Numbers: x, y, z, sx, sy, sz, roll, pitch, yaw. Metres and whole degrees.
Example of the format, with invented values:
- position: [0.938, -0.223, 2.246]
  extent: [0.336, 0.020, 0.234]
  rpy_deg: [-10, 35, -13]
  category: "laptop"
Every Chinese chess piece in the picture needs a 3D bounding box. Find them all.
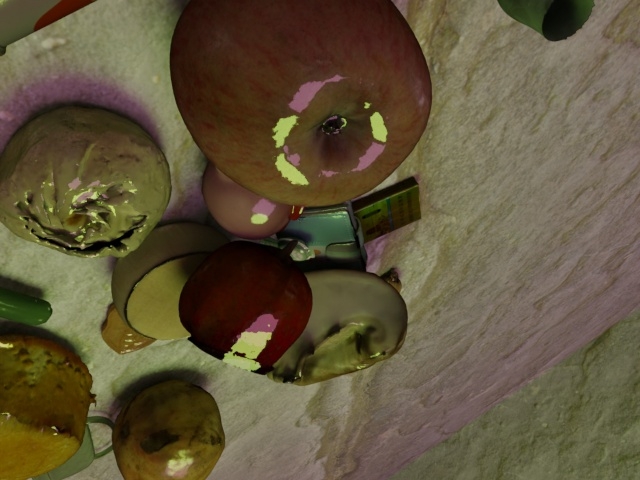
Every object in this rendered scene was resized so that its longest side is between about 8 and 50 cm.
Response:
- position: [-0.270, 0.083, 1.053]
  extent: [0.249, 0.103, 0.250]
  rpy_deg: [-19, 137, -18]
  category: "Chinese chess piece"

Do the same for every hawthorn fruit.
- position: [-0.119, 0.096, 0.937]
  extent: [0.215, 0.215, 0.250]
  rpy_deg: [23, 112, -44]
  category: "hawthorn fruit"

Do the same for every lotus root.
- position: [0.169, 0.143, 1.422]
  extent: [0.072, 0.063, 0.152]
  rpy_deg: [-15, 139, -29]
  category: "lotus root"

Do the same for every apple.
- position: [-0.014, -0.196, 0.717]
  extent: [0.344, 0.269, 0.345]
  rpy_deg: [-15, 120, -28]
  category: "apple"

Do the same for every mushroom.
- position: [0.006, 0.200, 1.239]
  extent: [0.313, 0.224, 0.397]
  rpy_deg: [-14, 163, -7]
  category: "mushroom"

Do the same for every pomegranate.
- position: [-0.375, 0.491, 1.356]
  extent: [0.281, 0.281, 0.281]
  rpy_deg: [-16, 141, -13]
  category: "pomegranate"

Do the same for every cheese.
- position: [-0.067, 0.013, 1.070]
  extent: [0.120, 0.026, 0.067]
  rpy_deg: [14, 147, 21]
  category: "cheese"

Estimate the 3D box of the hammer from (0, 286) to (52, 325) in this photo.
- position: [-0.582, 0.075, 0.893]
  extent: [0.206, 0.119, 0.335]
  rpy_deg: [-33, 148, 10]
  category: "hammer"

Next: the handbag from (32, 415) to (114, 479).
- position: [-0.637, 0.531, 1.414]
  extent: [0.219, 0.079, 0.256]
  rpy_deg: [-11, 142, -24]
  category: "handbag"

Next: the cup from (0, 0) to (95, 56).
- position: [-0.240, -0.332, 0.549]
  extent: [0.288, 0.203, 0.203]
  rpy_deg: [-27, 143, -10]
  category: "cup"

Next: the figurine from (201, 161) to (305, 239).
- position: [-0.114, -0.086, 0.917]
  extent: [0.173, 0.173, 0.173]
  rpy_deg: [-16, 141, -13]
  category: "figurine"

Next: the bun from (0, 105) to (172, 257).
- position: [-0.344, -0.065, 0.820]
  extent: [0.259, 0.152, 0.259]
  rpy_deg: [-15, 139, -13]
  category: "bun"

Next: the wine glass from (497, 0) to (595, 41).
- position: [0.294, -0.367, 0.780]
  extent: [0.092, 0.202, 0.093]
  rpy_deg: [-16, 143, -13]
  category: "wine glass"

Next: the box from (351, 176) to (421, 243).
- position: [0.125, -0.054, 1.193]
  extent: [0.193, 0.030, 0.121]
  rpy_deg: [-23, 142, -3]
  category: "box"

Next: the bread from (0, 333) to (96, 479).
- position: [-0.642, 0.340, 1.079]
  extent: [0.336, 0.204, 0.358]
  rpy_deg: [-36, 138, 7]
  category: "bread"

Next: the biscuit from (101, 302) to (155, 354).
- position: [-0.390, 0.176, 1.172]
  extent: [0.141, 0.029, 0.221]
  rpy_deg: [8, 131, -36]
  category: "biscuit"

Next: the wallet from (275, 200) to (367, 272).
- position: [0.000, 0.000, 1.123]
  extent: [0.176, 0.075, 0.250]
  rpy_deg: [-6, 144, 10]
  category: "wallet"
